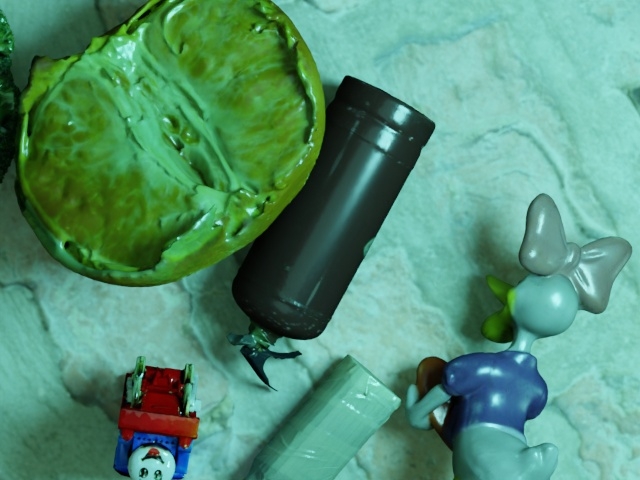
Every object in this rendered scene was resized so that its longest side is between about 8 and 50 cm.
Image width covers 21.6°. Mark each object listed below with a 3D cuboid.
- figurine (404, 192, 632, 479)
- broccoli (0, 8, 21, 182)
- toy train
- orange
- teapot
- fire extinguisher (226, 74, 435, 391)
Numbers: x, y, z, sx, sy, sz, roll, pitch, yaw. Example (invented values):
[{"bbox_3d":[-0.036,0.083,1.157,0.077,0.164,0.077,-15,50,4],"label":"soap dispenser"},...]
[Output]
[{"bbox_3d":[0.189,0.168,1.764,0.154,0.193,0.421,27,73,-30],"label":"figurine"},{"bbox_3d":[-0.418,-0.138,1.688,0.261,0.241,0.269,25,122,-25],"label":"broccoli"},{"bbox_3d":[-0.170,0.195,1.739,0.082,0.204,0.131,9,98,-6],"label":"toy train"},{"bbox_3d":[-0.147,-0.093,1.707,0.334,0.196,0.262,-39,59,-7],"label":"orange"},{"bbox_3d":[0.004,0.232,1.824,0.107,0.077,0.200,43,89,-20],"label":"teapot"},{"bbox_3d":[0.000,0.000,1.790,0.135,0.114,0.337,29,91,-51],"label":"fire extinguisher"}]
